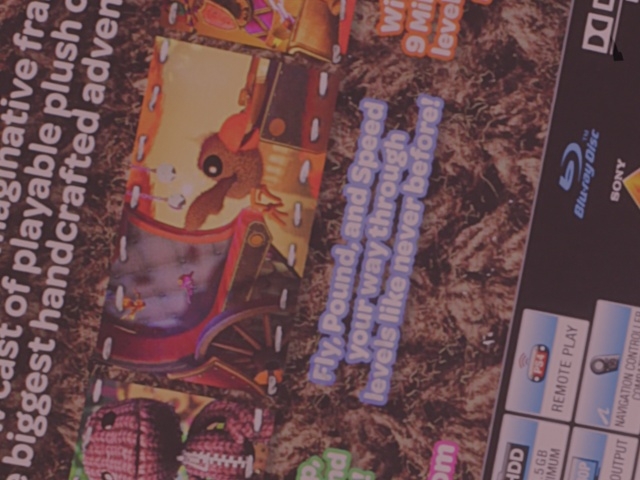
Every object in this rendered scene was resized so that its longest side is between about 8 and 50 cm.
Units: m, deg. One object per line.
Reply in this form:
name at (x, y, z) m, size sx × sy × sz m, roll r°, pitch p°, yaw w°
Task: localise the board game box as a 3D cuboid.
board game box at (0.000, 0.000, 0.464) m, size 0.291 × 0.141 × 0.232 m, roll 12°, pitch 89°, yaw -7°
